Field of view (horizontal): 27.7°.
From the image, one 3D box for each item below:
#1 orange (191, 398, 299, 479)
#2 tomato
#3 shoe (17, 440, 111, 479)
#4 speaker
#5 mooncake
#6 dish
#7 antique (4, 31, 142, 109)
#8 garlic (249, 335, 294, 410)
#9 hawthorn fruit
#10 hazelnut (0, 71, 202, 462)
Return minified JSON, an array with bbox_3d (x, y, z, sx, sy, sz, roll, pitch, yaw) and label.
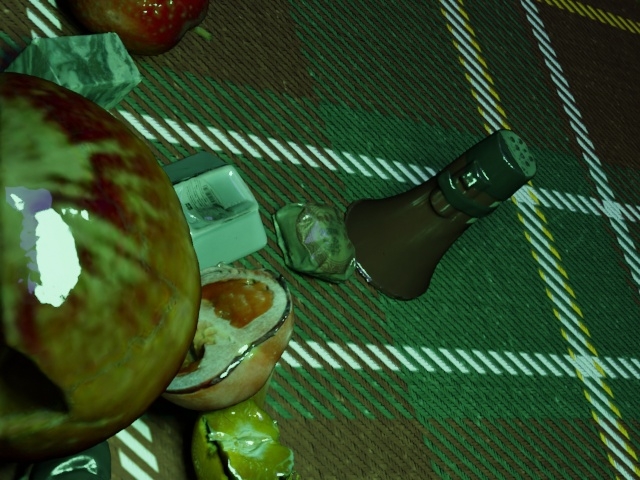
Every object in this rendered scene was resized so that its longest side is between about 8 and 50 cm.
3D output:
[{"bbox_3d":[-0.107,0.287,1.696,0.160,0.112,0.170,39,17,4],"label":"orange"},{"bbox_3d":[-0.135,0.138,1.701,0.228,0.199,0.112,-36,133,-20],"label":"tomato"},{"bbox_3d":[-0.278,0.333,1.471,0.114,0.137,0.291,25,45,-31],"label":"shoe"},{"bbox_3d":[0.238,-0.048,2.137,0.259,0.329,0.198,18,49,-43],"label":"speaker"},{"bbox_3d":[0.000,0.000,2.051,0.125,0.073,0.130,8,57,-43],"label":"mooncake"},{"bbox_3d":[-0.179,-0.048,1.907,0.243,0.080,0.182,-27,81,-50],"label":"dish"},{"bbox_3d":[-0.350,-0.238,1.872,0.183,0.086,0.088,-17,74,-54],"label":"antique"},{"bbox_3d":[-0.100,0.160,1.836,0.128,0.090,0.198,52,30,-24],"label":"garlic"},{"bbox_3d":[-0.268,-0.379,1.990,0.250,0.215,0.215,40,40,-25],"label":"hawthorn fruit"},{"bbox_3d":[-0.315,0.032,1.469,0.402,0.402,0.429,14,54,-37],"label":"hazelnut"}]
